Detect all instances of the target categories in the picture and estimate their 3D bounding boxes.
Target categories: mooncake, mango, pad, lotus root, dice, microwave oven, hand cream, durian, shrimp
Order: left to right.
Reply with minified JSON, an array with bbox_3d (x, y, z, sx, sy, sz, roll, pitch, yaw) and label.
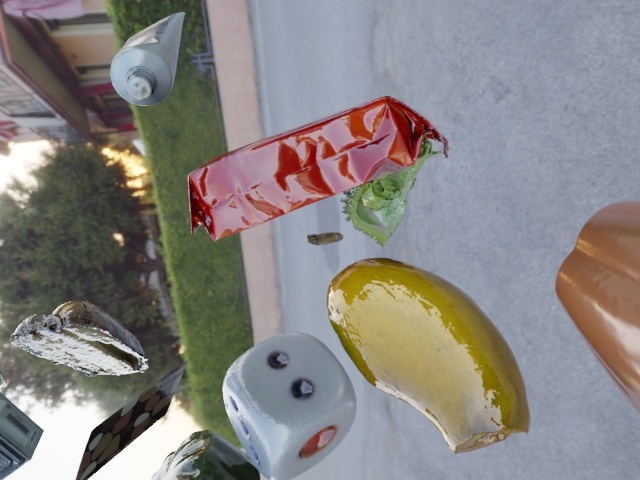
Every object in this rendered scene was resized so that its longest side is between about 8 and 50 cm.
[{"bbox_3d":[-0.802,0.463,1.082,0.208,0.162,0.122,56,176,-21],"label":"microwave oven"},{"bbox_3d":[-0.422,0.188,0.865,0.329,0.167,0.078,89,175,-62],"label":"lotus root"},{"bbox_3d":[-0.337,0.327,0.829,0.003,0.235,0.158,31,113,13],"label":"pad"},{"bbox_3d":[-0.267,-0.291,0.715,0.078,0.124,0.341,59,-173,-37],"label":"hand cream"},{"bbox_3d":[-0.309,0.625,1.038,0.194,0.356,0.356,40,165,-8],"label":"mooncake"},{"bbox_3d":[-0.058,0.301,0.845,0.192,0.194,0.193,45,144,36],"label":"dice"},{"bbox_3d":[0.000,0.000,0.860,0.059,0.108,0.023,-16,83,39],"label":"shrimp"},{"bbox_3d":[0.139,-0.141,1.030,0.355,0.169,0.157,113,173,-54],"label":"durian"},{"bbox_3d":[0.141,0.141,0.656,0.359,0.187,0.144,32,177,41],"label":"mango"}]

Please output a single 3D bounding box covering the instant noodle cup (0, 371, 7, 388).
[{"bbox_3d":[-0.611,0.231,0.682,0.205,0.205,0.153,97,-171,-47],"label":"instant noodle cup"}]

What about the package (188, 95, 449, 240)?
[{"bbox_3d":[-0.012,-0.127,0.737,0.196,0.423,0.123,-86,-24,-73],"label":"package"}]

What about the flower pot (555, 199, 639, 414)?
[{"bbox_3d":[0.266,0.048,0.298,0.173,0.190,0.191,-111,15,-67],"label":"flower pot"}]
